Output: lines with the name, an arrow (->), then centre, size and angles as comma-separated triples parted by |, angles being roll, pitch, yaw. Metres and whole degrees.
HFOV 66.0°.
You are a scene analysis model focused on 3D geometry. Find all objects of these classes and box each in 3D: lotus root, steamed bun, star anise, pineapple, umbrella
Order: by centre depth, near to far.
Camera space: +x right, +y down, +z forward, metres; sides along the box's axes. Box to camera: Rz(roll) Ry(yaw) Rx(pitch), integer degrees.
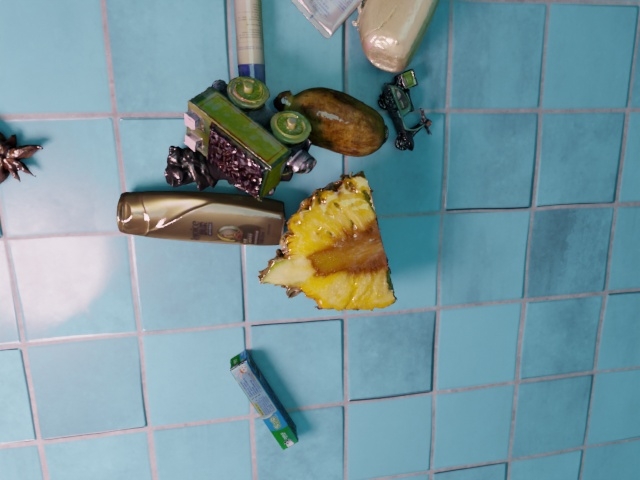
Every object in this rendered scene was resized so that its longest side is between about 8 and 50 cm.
star anise -> -0.641, -0.158, 0.997 | 0.124, 0.056, 0.129 | 27, 96, -17
steamed bun -> 0.160, -0.488, 1.029 | 0.152, 0.170, 0.239 | 23, 99, 4
lotus root -> 0.021, -0.260, 1.059 | 0.260, 0.145, 0.128 | 14, 94, -16
umbrella -> -0.194, -0.159, 1.065 | 0.272, 0.122, 0.110 | 1, 147, -15
pineapple -> -0.003, 0.001, 1.112 | 0.286, 0.209, 0.344 | -15, 117, 4

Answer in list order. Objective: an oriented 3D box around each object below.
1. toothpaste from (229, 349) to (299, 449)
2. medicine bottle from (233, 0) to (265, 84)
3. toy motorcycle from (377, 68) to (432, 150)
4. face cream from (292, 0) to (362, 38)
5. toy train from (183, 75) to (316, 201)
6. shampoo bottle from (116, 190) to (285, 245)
toothpaste -> -0.138, 0.398, 1.226 | 0.050, 0.065, 0.267 | -30, 107, -3
medicine bottle -> -0.148, -0.420, 1.031 | 0.059, 0.059, 0.231 | -4, 104, -10
toy motorcycle -> 0.196, -0.294, 1.133 | 0.100, 0.058, 0.173 | -25, 105, -10
face cream -> 0.053, -0.555, 1.048 | 0.114, 0.070, 0.224 | 42, 105, -16
toy train -> -0.138, -0.205, 0.978 | 0.261, 0.134, 0.177 | 39, 58, 6
shampoo bottle -> -0.257, -0.050, 1.080 | 0.350, 0.084, 0.125 | 4, 134, -12
